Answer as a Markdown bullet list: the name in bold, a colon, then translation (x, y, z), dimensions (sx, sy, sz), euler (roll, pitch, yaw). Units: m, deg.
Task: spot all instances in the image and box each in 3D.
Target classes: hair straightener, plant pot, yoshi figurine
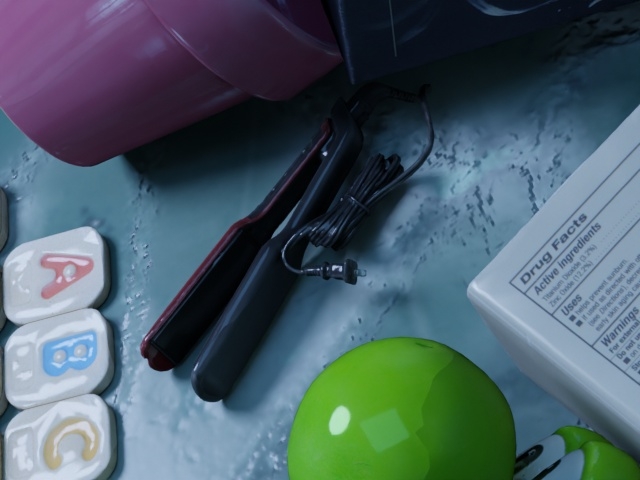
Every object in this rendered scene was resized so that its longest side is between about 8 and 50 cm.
- **hair straightener**: translation (0.000, 0.000, 1.139), dimensions (0.089, 0.047, 0.230), euler (32, 74, 32)
- **plant pot**: translation (-0.103, -0.144, 1.176), dimensions (0.180, 0.201, 0.201), euler (-33, 54, 22)
- **yoshi figurine**: translation (-0.019, 0.180, 0.959), dimensions (0.362, 0.203, 0.203), euler (-38, 47, -6)

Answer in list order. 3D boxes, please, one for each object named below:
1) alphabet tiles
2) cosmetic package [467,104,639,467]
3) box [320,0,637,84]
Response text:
- **alphabet tiles**: translation (-0.254, 0.096, 1.202), dimensions (0.278, 0.021, 0.284), euler (-14, 59, 15)
- **cosmetic package**: translation (0.239, 0.074, 0.951), dimensions (0.160, 0.113, 0.309), euler (-46, 55, -5)
- **box**: translation (0.122, -0.284, 1.014), dimensions (0.312, 0.343, 0.179), euler (-18, 58, -3)
